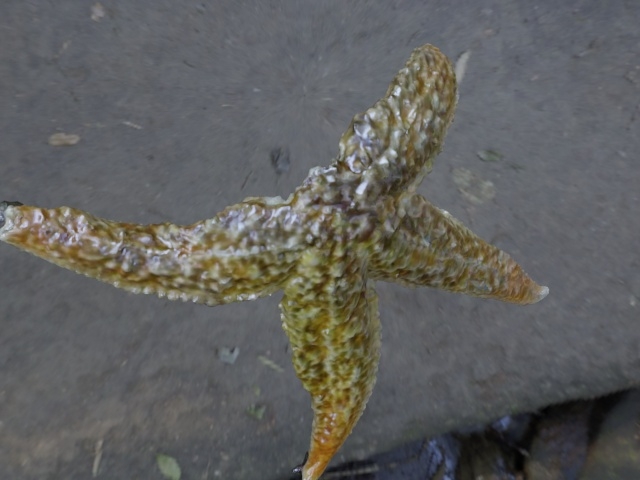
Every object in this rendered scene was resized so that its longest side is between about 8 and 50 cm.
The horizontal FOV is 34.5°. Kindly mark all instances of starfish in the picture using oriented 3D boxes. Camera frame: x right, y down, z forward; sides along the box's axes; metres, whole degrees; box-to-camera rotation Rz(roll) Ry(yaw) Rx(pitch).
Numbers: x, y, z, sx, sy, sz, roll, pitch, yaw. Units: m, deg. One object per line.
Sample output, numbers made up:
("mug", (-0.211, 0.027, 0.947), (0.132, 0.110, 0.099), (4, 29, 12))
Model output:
("starfish", (0.009, 0.001, 0.837), (0.398, 0.132, 0.384), (-47, 131, -22))
